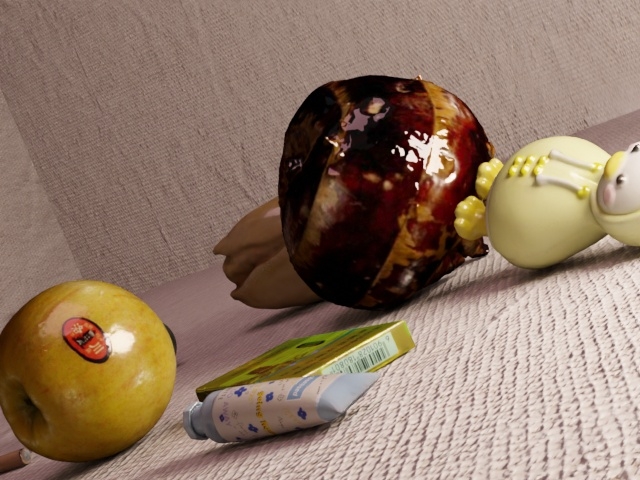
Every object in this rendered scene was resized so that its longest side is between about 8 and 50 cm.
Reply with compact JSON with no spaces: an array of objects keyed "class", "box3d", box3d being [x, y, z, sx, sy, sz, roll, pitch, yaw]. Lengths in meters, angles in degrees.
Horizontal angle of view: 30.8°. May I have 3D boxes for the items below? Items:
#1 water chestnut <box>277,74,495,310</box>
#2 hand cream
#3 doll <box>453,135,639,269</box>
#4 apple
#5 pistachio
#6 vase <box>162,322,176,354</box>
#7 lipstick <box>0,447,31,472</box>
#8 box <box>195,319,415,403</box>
[{"class":"water chestnut","box3d":[0.086,-0.049,1.336,0.300,0.300,0.300,-22,4,2]},{"class":"hand cream","box3d":[-0.035,0.130,0.895,0.171,0.043,0.065,-14,13,35]},{"class":"doll","box3d":[0.247,-0.045,1.084,0.141,0.117,0.296,-53,18,-25]},{"class":"apple","box3d":[-0.227,0.124,1.097,0.182,0.182,0.155,-19,16,44]},{"class":"pistachio","box3d":[0.000,0.000,1.618,0.293,0.162,0.181,-26,-14,2]},{"class":"vase","box3d":[-0.274,0.150,1.627,0.096,0.096,0.219,-25,7,-28]},{"class":"lipstick","box3d":[-0.358,0.247,1.267,0.094,0.019,0.019,-21,4,22]},{"class":"box","box3d":[-0.019,0.117,1.054,0.121,0.030,0.193,-25,4,-34]}]
